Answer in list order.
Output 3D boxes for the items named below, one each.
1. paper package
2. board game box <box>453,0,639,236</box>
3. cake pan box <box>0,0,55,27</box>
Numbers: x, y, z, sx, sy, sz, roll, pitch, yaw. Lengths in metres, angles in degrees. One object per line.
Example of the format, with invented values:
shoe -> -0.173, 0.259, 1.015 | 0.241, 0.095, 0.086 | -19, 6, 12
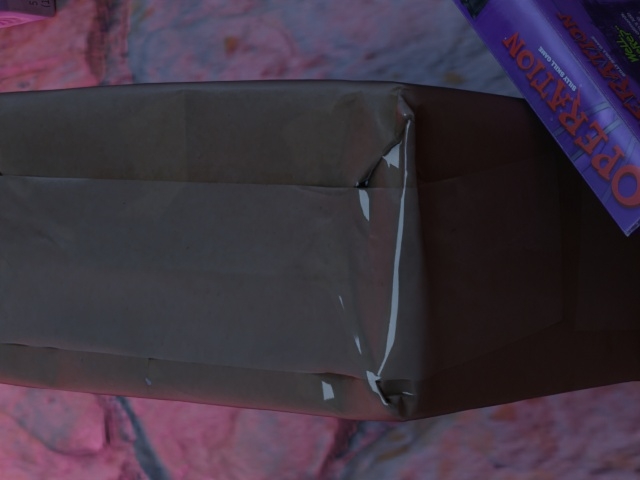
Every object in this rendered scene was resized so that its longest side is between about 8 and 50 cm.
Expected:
paper package -> 0.000, 0.000, 1.080 | 0.309, 0.325, 0.168 | 2, 92, 33
board game box -> 0.144, -0.165, 1.054 | 0.056, 0.208, 0.347 | -48, 65, 36
cake pan box -> -0.295, -0.280, 1.319 | 0.070, 0.245, 0.267 | -6, 86, 33
